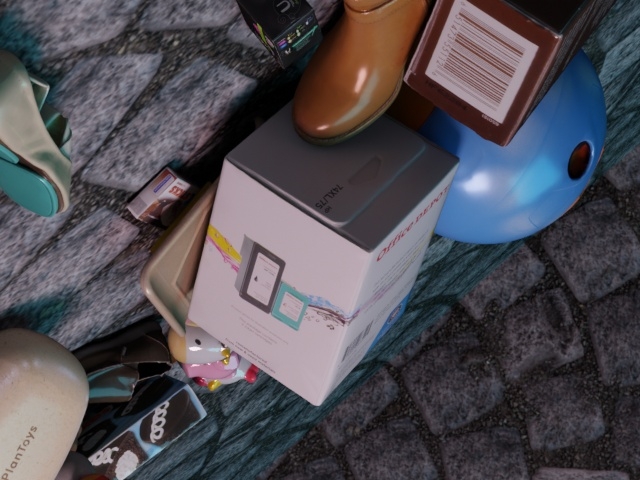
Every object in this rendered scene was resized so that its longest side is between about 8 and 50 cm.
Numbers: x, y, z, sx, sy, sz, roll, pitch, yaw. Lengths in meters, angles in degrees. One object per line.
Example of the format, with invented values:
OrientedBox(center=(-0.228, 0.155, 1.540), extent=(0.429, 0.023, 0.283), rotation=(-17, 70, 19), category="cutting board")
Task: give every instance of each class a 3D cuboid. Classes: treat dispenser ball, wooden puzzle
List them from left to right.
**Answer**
OrientedBox(center=(-0.124, -0.016, 1.834), extent=(0.239, 0.044, 0.221), rotation=(-55, 166, -11), category="wooden puzzle")
OrientedBox(center=(0.195, -0.140, 1.883), extent=(0.288, 0.288, 0.288), rotation=(-38, 166, -11), category="treat dispenser ball")

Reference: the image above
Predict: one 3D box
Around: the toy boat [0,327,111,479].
OrientedBox(center=(-0.345, 0.248, 1.807), extent=(0.267, 0.148, 0.318), rotation=(-57, 138, -8), category="toy boat")

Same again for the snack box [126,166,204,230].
OrientedBox(center=(-0.163, -0.041, 1.788), extent=(0.064, 0.022, 0.178), rotation=(-45, 166, 4), category="snack box")

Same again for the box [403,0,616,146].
OrientedBox(center=(0.255, -0.300, 1.663), extent=(0.381, 0.143, 0.191), rotation=(-49, 168, -33), category="box")

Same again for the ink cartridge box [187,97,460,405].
OrientedBox(center=(0.000, 0.000, 1.787), extent=(0.198, 0.197, 0.270), rotation=(-44, 161, -41), category="ink cartridge box")

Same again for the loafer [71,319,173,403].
OrientedBox(center=(-0.272, 0.174, 2.044), extent=(0.220, 0.078, 0.080), rotation=(-29, 162, -41), category="loafer")

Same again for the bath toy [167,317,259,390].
OrientedBox(center=(-0.138, 0.122, 2.099), extent=(0.151, 0.129, 0.348), rotation=(-51, 171, -18), category="bath toy")

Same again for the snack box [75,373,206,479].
OrientedBox(center=(-0.323, 0.301, 2.178), extent=(0.322, 0.060, 0.187), rotation=(-37, -165, -17), category="snack box")

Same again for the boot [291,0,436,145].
OrientedBox(center=(0.053, -0.227, 1.604), extent=(0.283, 0.109, 0.220), rotation=(-44, 167, 5), category="boot")

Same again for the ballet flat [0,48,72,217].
OrientedBox(center=(-0.246, -0.091, 1.320), extent=(0.086, 0.086, 0.248), rotation=(-39, 165, -8), category="ballet flat")

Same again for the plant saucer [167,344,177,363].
OrientedBox(center=(-0.202, 0.152, 2.302), extent=(0.083, 0.013, 0.083), rotation=(-37, 165, -11), category="plant saucer")

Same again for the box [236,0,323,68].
OrientedBox(center=(-0.039, -0.213, 1.507), extent=(0.052, 0.062, 0.083), rotation=(-39, 166, -2), category="box")

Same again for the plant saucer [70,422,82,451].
OrientedBox(center=(-0.421, 0.298, 1.998), extent=(0.277, 0.041, 0.278), rotation=(-28, 168, -6), category="plant saucer")
